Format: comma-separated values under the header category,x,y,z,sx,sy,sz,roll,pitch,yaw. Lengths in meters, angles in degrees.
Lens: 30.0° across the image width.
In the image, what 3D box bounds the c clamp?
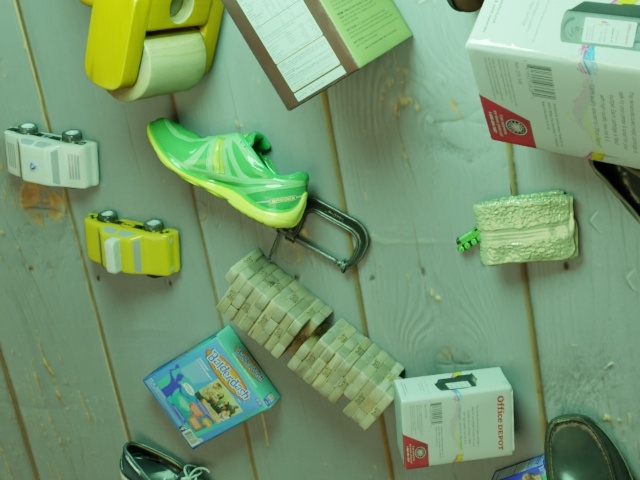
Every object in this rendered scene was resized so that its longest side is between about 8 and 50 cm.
category,x,y,z,sx,sy,sz,roll,pitch,yaw
c clamp,0.000,0.000,1.929,0.161,0.022,0.137,24,116,17

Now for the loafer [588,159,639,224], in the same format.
category,x,y,z,sx,sy,sz,roll,pitch,yaw
loafer,0.464,-0.040,1.635,0.267,0.084,0.096,44,125,3

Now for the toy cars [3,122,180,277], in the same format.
category,x,y,z,sx,sy,sz,roll,pitch,yaw
toy cars,-0.411,-0.062,2.066,0.393,0.087,0.176,47,124,1

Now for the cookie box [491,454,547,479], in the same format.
category,x,y,z,sx,sy,sz,roll,pitch,yaw
cookie box,0.342,0.404,1.924,0.107,0.040,0.091,-29,98,34

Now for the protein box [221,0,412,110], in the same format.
category,x,y,z,sx,sy,sz,roll,pitch,yaw
protein box,-0.007,-0.322,1.676,0.136,0.200,0.201,-27,98,33

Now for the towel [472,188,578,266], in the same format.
category,x,y,z,sx,sy,sz,roll,pitch,yaw
towel,0.302,-0.016,1.750,0.148,0.027,0.110,-5,109,18

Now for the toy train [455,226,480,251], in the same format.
category,x,y,z,sx,sy,sz,roll,pitch,yaw
toy train,0.237,-0.009,1.805,0.083,0.017,0.023,-32,85,34

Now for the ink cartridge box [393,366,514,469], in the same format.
category,x,y,z,sx,sy,sz,roll,pitch,yaw
ink cartridge box,0.209,0.278,1.871,0.175,0.072,0.127,-6,112,-5

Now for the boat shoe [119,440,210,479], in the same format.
category,x,y,z,sx,sy,sz,roll,pitch,yaw
boat shoe,-0.266,0.455,2.227,0.255,0.095,0.079,29,134,23

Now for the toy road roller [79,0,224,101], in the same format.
category,x,y,z,sx,sy,sz,roll,pitch,yaw
toy road roller,-0.285,-0.395,1.793,0.241,0.202,0.329,26,117,29

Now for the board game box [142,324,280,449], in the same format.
category,x,y,z,sx,sy,sz,roll,pitch,yaw
board game box,-0.196,0.264,2.129,0.210,0.047,0.160,-31,95,34

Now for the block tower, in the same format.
category,x,y,z,sx,sy,sz,roll,pitch,yaw
block tower,-0.017,0.161,1.966,0.335,0.091,0.097,40,123,6

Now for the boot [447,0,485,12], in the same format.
category,x,y,z,sx,sy,sz,roll,pitch,yaw
boot,0.306,-0.359,1.533,0.280,0.096,0.264,27,136,16

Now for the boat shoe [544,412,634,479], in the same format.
category,x,y,z,sx,sy,sz,roll,pitch,yaw
boat shoe,0.419,0.432,1.786,0.132,0.130,0.355,-18,79,13

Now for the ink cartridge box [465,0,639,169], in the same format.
category,x,y,z,sx,sy,sz,roll,pitch,yaw
ink cartridge box,0.361,-0.207,1.519,0.306,0.131,0.226,13,155,23

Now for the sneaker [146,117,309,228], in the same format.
category,x,y,z,sx,sy,sz,roll,pitch,yaw
sneaker,-0.141,-0.127,1.907,0.296,0.109,0.123,29,99,14
